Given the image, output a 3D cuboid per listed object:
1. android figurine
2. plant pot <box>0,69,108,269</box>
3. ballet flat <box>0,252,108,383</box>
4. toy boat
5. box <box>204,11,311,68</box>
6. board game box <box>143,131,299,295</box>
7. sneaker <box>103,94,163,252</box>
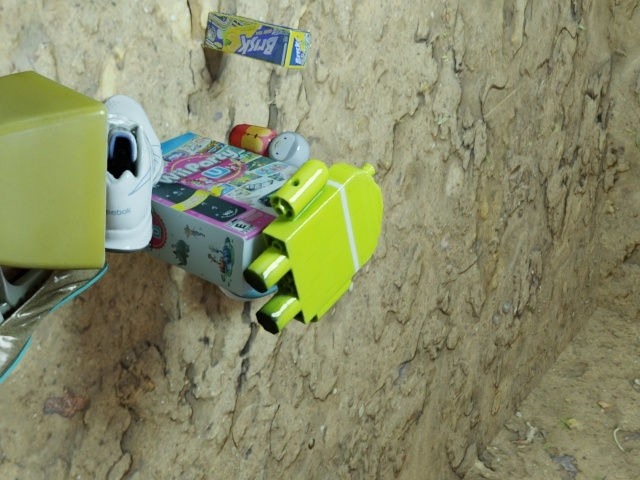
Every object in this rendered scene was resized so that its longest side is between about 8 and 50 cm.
[{"bbox_3d":[0.000,0.000,1.467,0.273,0.056,0.248,-47,143,-30],"label":"android figurine"},{"bbox_3d":[-0.398,-0.080,1.289,0.187,0.212,0.212,-11,116,-38],"label":"plant pot"},{"bbox_3d":[-0.418,0.080,1.408,0.342,0.116,0.124,-50,129,-38],"label":"ballet flat"},{"bbox_3d":[-0.086,-0.043,1.797,0.267,0.148,0.318,-30,130,-45],"label":"toy boat"},{"bbox_3d":[-0.098,-0.310,1.622,0.054,0.169,0.059,-9,114,-54],"label":"box"},{"bbox_3d":[-0.156,-0.050,1.546,0.224,0.303,0.097,-31,132,-46],"label":"board game box"},{"bbox_3d":[-0.261,-0.116,1.411,0.111,0.297,0.129,1,130,-13],"label":"sneaker"}]
